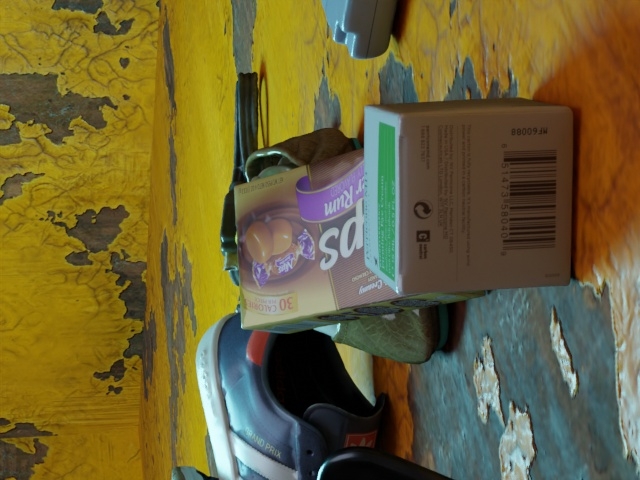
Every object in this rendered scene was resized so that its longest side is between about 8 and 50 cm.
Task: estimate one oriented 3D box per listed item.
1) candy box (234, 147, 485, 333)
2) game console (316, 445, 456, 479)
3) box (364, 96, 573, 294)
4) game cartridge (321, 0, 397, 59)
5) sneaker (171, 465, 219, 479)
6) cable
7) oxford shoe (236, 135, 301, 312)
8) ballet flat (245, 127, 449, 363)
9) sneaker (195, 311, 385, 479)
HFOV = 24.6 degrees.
[{"bbox_3d":[0.023,-0.002,1.008,0.186,0.053,0.109,-13,76,44],"label":"candy box"},{"bbox_3d":[0.086,0.271,0.673,0.293,0.173,0.250,100,164,-45],"label":"game console"},{"bbox_3d":[0.081,-0.027,0.826,0.087,0.102,0.101,-137,45,-76],"label":"box"},{"bbox_3d":[0.024,-0.312,1.191,0.196,0.060,0.294,95,167,-44],"label":"game cartridge"},{"bbox_3d":[-0.057,0.269,1.354,0.282,0.153,0.099,92,178,-70],"label":"sneaker"},{"bbox_3d":[-0.073,-0.060,1.753,0.139,0.072,0.287,75,-162,-59],"label":"cable"},{"bbox_3d":[-0.020,0.012,1.429,0.096,0.082,0.227,31,123,50],"label":"oxford shoe"},{"bbox_3d":[0.000,0.000,1.166,0.342,0.124,0.116,-113,22,-59],"label":"ballet flat"},{"bbox_3d":[0.003,0.209,1.221,0.148,0.131,0.350,-29,74,39],"label":"sneaker"}]
